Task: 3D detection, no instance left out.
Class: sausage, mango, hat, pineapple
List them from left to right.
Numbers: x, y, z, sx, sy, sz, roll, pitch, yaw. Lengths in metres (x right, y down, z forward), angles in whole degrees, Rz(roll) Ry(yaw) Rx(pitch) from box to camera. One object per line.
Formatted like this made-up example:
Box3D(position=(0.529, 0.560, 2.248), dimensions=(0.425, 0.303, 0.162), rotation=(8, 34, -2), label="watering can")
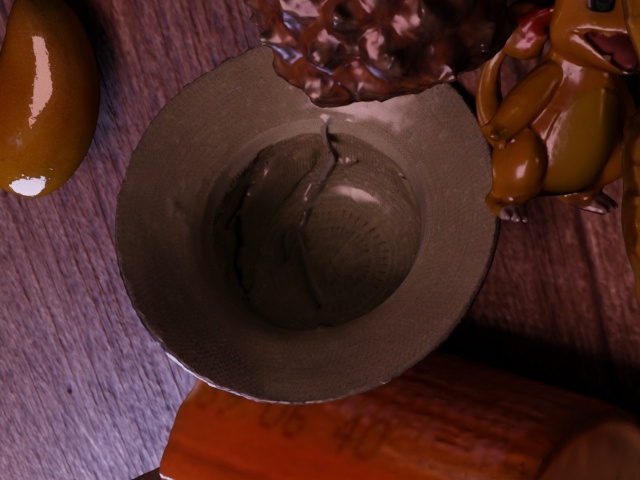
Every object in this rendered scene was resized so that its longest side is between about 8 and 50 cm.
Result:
Box3D(position=(-0.216, -0.113, 1.497), dimensions=(0.102, 0.085, 0.184), rotation=(40, 131, 22), label="mango")
Box3D(position=(0.000, 0.000, 1.300), dimensions=(0.257, 0.257, 0.130), rotation=(37, 173, 19), label="hat")
Box3D(position=(0.005, -0.259, 1.096), dimensions=(0.175, 0.175, 0.361), rotation=(-5, 106, 48), label="pineapple")
Box3D(position=(0.064, 0.187, 1.335), dimensions=(0.287, 0.233, 0.233), rotation=(16, 131, 36), label="sausage")

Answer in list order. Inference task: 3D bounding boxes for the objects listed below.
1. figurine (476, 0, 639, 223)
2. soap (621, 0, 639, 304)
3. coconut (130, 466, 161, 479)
Box3D(position=(0.143, -0.107, 1.135), dimensions=(0.122, 0.121, 0.176), rotation=(58, 138, 39), label="figurine")
Box3D(position=(0.204, -0.081, 0.903), dimensions=(0.169, 0.304, 0.339), rotation=(-23, 103, 48), label="soap")
Box3D(position=(-0.072, 0.300, 1.559), dimensions=(0.259, 0.259, 0.259), rotation=(27, 137, 29), label="coconut")
